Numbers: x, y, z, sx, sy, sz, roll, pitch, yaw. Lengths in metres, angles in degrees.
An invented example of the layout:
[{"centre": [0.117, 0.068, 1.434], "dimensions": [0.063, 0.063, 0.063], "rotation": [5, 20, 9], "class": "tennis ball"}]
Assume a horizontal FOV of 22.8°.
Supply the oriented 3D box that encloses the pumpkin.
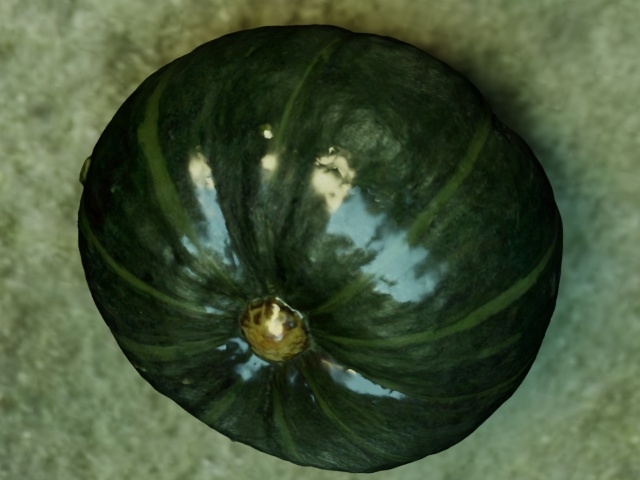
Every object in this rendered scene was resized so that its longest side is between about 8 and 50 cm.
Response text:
[{"centre": [0.000, 0.000, 0.986], "dimensions": [0.300, 0.207, 0.300], "rotation": [13, 134, 13], "class": "pumpkin"}]
